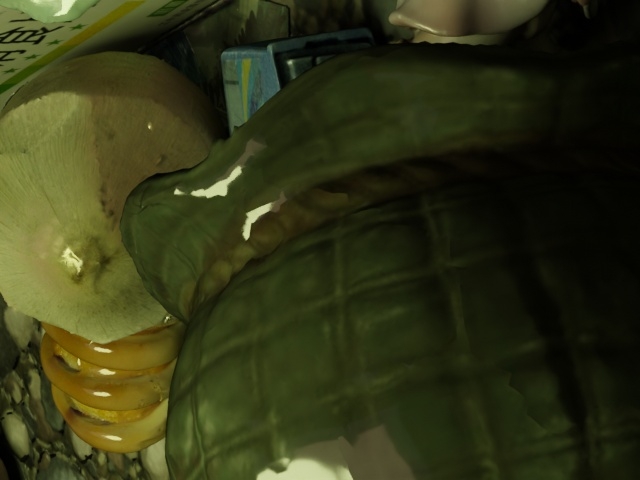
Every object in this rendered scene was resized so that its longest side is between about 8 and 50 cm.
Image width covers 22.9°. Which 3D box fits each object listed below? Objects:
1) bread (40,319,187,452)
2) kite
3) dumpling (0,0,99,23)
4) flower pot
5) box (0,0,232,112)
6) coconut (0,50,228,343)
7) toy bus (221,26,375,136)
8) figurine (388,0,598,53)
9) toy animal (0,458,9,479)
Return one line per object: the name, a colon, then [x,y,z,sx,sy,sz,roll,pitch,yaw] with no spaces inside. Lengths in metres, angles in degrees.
bread: [-0.144,0.066,1.088,0.119,0.084,0.177,33,130,40]
kite: [-0.122,-0.104,1.055,0.310,0.015,0.169,26,122,42]
dumpling: [-0.086,-0.295,0.750,0.270,0.320,0.212,44,144,4]
flower pot: [0.070,0.061,0.682,0.302,0.301,0.213,-38,59,49]
box: [-0.201,-0.172,0.977,0.333,0.173,0.145,-21,83,47]
coconut: [-0.125,-0.019,0.936,0.183,0.170,0.171,-96,13,-61]
toy bus: [0.002,-0.001,0.900,0.094,0.079,0.237,-160,62,-63]
figurine: [0.083,-0.168,0.695,0.133,0.200,0.276,7,118,1]
toy animal: [-0.310,0.202,1.311,0.124,0.124,0.213,-18,82,51]
